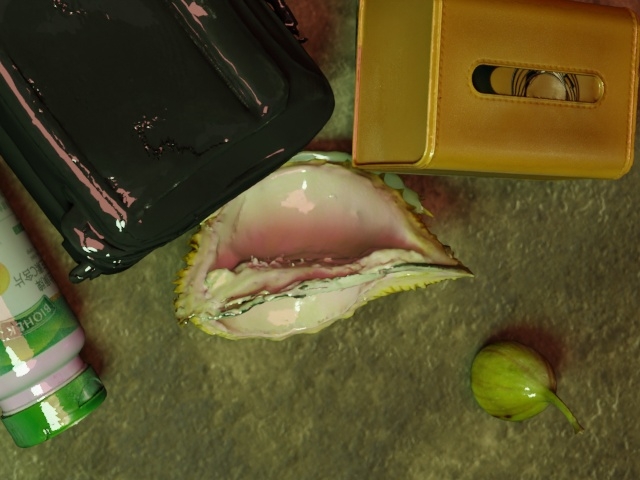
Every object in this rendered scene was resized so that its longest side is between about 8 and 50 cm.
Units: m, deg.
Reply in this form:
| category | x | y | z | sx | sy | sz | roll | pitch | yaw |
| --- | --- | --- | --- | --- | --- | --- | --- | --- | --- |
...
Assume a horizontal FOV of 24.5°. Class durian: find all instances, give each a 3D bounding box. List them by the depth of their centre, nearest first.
| category | x | y | z | sx | sy | sz | roll | pitch | yaw |
| --- | --- | --- | --- | --- | --- | --- | --- | --- | --- |
| durian | -0.013 | -0.006 | 1.554 | 0.305 | 0.185 | 0.195 | -15 | 68 | -2 |

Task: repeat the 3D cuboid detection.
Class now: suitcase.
| category | x | y | z | sx | sy | sz | roll | pitch | yaw |
| --- | --- | --- | --- | --- | --- | --- | --- | --- | --- |
| suitcase | -0.190 | -0.174 | 1.466 | 0.339 | 0.188 | 0.345 | -37 | 90 | -24 |

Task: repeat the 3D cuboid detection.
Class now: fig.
| category | x | y | z | sx | sy | sz | roll | pitch | yaw |
| --- | --- | --- | --- | --- | --- | --- | --- | --- | --- |
| fig | 0.241 | 0.166 | 1.609 | 0.093 | 0.166 | 0.093 | -22 | 120 | -44 |

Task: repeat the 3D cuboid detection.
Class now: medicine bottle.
| category | x | y | z | sx | sy | sz | roll | pitch | yaw |
| --- | --- | --- | --- | --- | --- | --- | --- | --- | --- |
| medicine bottle | -0.328 | 0.071 | 1.498 | 0.133 | 0.133 | 0.274 | -30 | 99 | -9 |

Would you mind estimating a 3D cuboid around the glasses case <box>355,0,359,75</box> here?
| category | x | y | z | sx | sy | sz | roll | pitch | yaw |
| --- | --- | --- | --- | --- | --- | --- | --- | --- | --- |
| glasses case | 0.082 | -0.208 | 1.600 | 0.087 | 0.065 | 0.247 | -3 | 94 | -24 |

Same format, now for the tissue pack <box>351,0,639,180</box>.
| category | x | y | z | sx | sy | sz | roll | pitch | yaw |
| --- | --- | --- | --- | --- | --- | --- | --- | --- | --- |
| tissue pack | 0.185 | -0.159 | 1.545 | 0.275 | 0.145 | 0.194 | 1 | 95 | -31 |
